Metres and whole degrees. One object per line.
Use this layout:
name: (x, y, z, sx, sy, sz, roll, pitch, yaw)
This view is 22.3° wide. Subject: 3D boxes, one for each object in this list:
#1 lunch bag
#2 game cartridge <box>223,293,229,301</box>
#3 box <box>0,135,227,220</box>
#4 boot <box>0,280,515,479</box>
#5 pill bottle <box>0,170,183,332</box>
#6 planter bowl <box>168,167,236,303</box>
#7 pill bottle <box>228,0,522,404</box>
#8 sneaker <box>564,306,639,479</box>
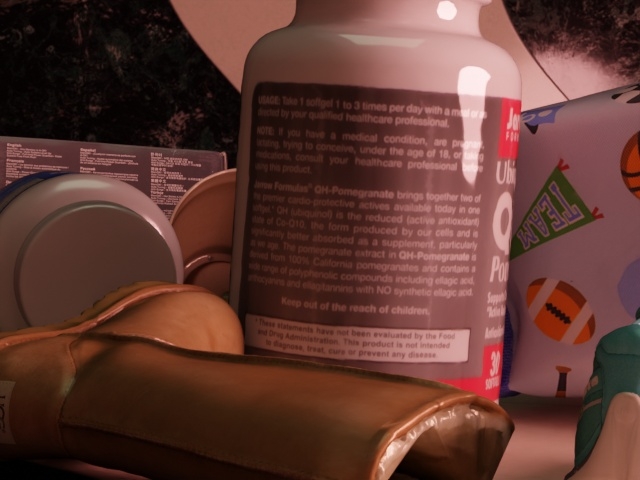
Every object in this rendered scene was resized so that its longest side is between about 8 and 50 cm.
lunch bag: (0.323, -0.004, 1.188, 0.328, 0.238, 0.385, -8, -1, 27)
game cartridge: (-0.160, 0.062, 1.572, 0.324, 0.052, 0.285, 1, 3, -12)
box: (-0.320, -0.016, 1.702, 0.395, 0.097, 0.318, 3, -15, -14)
boot: (-0.025, 0.087, 0.825, 0.270, 0.089, 0.236, 5, 13, 33)
pill bottle: (-0.190, 0.022, 1.258, 0.152, 0.152, 0.272, 2, 2, -17)
planter bowl: (-0.068, 0.034, 1.383, 0.162, 0.162, 0.109, 2, -25, -22)
pill bottle: (0.035, -0.039, 1.017, 0.176, 0.318, 0.176, 4, 3, 0)
sneaker: (0.196, 0.083, 0.816, 0.107, 0.110, 0.275, 4, 2, 24)
